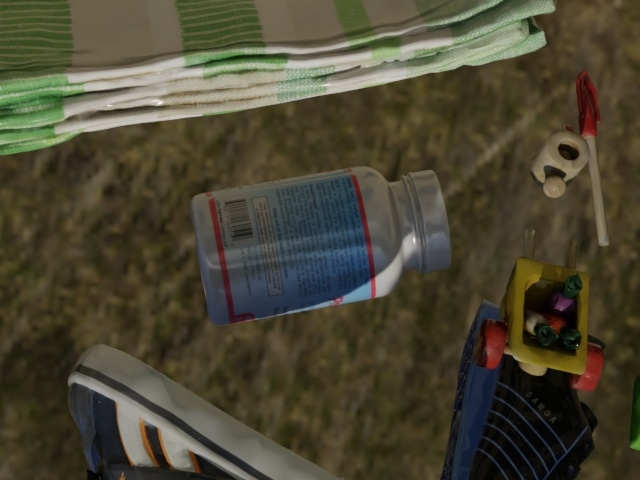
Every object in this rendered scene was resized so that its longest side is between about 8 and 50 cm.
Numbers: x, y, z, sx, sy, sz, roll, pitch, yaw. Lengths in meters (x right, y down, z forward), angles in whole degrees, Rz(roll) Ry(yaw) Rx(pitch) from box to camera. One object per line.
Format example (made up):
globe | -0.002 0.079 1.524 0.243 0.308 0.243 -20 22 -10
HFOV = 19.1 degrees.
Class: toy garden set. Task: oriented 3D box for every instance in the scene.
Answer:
toy garden set | 0.201 0.000 1.085 0.204 0.244 0.049 14 153 -8

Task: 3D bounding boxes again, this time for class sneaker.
sneaker | -0.065 0.156 1.008 0.126 0.127 0.321 41 169 -36
sneaker | 0.122 0.145 1.185 0.090 0.232 0.081 14 152 0

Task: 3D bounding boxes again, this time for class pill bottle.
pill bottle | 0.000 0.000 1.228 0.160 0.087 0.087 -10 -167 -4

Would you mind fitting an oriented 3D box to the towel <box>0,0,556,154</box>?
towel | -0.078 -0.122 0.873 0.325 0.038 0.248 -11 -147 -5
